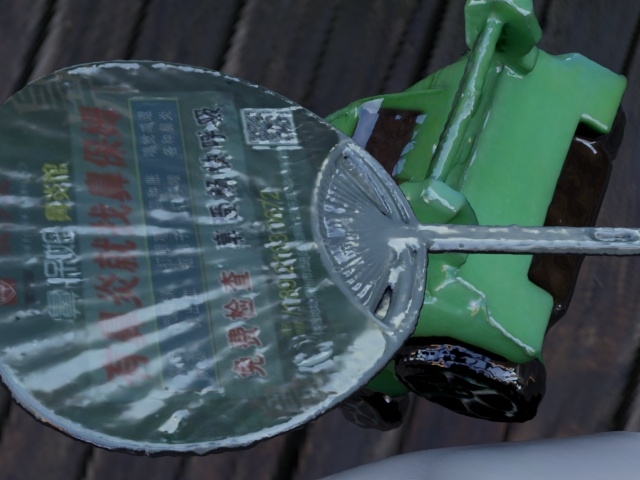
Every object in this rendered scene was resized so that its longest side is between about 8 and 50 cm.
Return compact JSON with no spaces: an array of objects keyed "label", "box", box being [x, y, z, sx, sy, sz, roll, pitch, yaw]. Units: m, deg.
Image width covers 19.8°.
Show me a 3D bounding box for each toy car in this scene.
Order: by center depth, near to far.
[{"label":"toy car","box":[0.059,-0.013,1.134,0.176,0.358,0.213,29,69,-21]}]

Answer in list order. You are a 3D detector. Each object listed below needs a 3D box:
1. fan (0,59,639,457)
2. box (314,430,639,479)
[{"label":"fan","box":[-0.027,-0.017,0.796,0.294,0.012,0.223,-23,54,-31]},{"label":"box","box":[0.076,0.207,1.117,0.288,0.349,0.141,-25,72,38]}]
